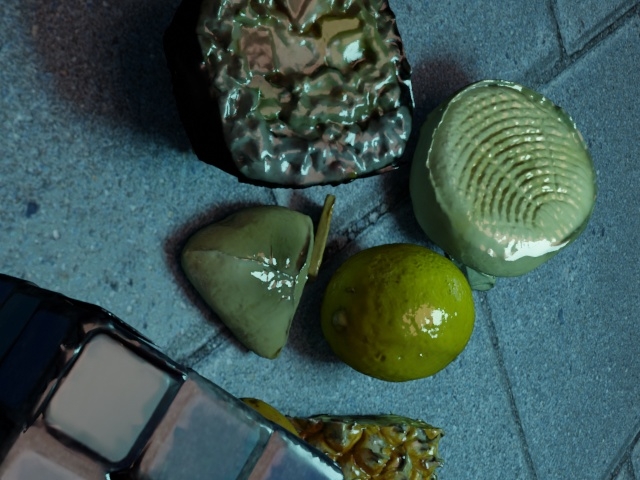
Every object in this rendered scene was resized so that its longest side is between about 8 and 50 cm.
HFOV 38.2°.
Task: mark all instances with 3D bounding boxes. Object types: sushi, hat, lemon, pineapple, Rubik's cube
[{"bbox_3d":[-0.067,-0.223,1.261,0.328,0.285,0.328,-23,103,-23],"label":"sushi"},{"bbox_3d":[0.303,0.024,1.799,0.122,0.081,0.166,-14,91,-49],"label":"hat"},{"bbox_3d":[0.126,0.115,1.489,0.263,0.236,0.236,-31,114,-62],"label":"lemon"},{"bbox_3d":[0.094,0.424,1.470,0.344,0.209,0.286,11,83,-46],"label":"pineapple"},{"bbox_3d":[-0.252,0.271,0.933,0.363,0.359,0.362,41,68,-32],"label":"Rubik's cube"}]

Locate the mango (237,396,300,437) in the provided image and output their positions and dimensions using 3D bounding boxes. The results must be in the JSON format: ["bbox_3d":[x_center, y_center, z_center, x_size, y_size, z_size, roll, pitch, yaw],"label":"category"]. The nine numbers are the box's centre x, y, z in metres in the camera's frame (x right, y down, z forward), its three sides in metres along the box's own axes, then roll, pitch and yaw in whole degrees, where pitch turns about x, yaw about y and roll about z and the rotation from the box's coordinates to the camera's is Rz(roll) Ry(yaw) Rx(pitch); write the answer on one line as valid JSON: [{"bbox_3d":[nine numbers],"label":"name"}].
[{"bbox_3d":[-0.087,0.300,1.332,0.115,0.090,0.178,-43,97,6],"label":"mango"}]

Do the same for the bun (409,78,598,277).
[{"bbox_3d":[0.316,-0.101,1.697,0.364,0.202,0.364,7,71,-20],"label":"bun"}]

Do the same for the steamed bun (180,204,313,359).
[{"bbox_3d":[-0.077,0.032,1.357,0.231,0.110,0.212,53,54,-37],"label":"steamed bun"}]

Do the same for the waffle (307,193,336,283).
[{"bbox_3d":[0.000,0.000,1.464,0.021,0.092,0.135,15,76,-1],"label":"waffle"}]
